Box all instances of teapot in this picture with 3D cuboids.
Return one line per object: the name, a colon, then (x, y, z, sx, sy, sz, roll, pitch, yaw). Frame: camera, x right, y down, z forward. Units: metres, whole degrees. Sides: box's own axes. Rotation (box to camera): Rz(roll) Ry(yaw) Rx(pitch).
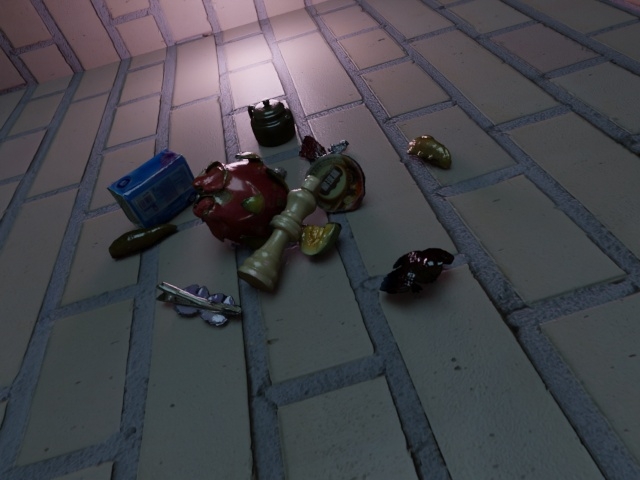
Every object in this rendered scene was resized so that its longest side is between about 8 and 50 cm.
teapot: (-0.220, -0.524, 1.820, 0.267, 0.175, 0.185, 25, 55, 34)

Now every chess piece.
chess piece: (-0.106, -0.039, 1.305, 0.117, 0.117, 0.397, 16, 64, 28)

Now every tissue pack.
tissue pack: (-0.605, -0.184, 1.575, 0.146, 0.198, 0.263, 27, 59, 33)

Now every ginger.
ginger: (0.384, -0.327, 1.528, 0.115, 0.081, 0.205, 7, 31, -22)

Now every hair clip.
hair clip: (-0.354, 0.178, 1.247, 0.292, 0.085, 0.106, 12, 46, 19)

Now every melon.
melon: (0.000, 0.000, 1.322, 0.160, 0.079, 0.128, 1, 64, 45)

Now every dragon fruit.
dragon fruit: (-0.266, -0.136, 1.358, 0.305, 0.226, 0.306, -6, 74, 19)
dragon fruit: (-0.014, -0.359, 1.700, 0.131, 0.063, 0.097, 21, 88, 31)

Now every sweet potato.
sweet potato: (-0.630, -0.011, 1.502, 0.243, 0.077, 0.077, -26, 46, -7)

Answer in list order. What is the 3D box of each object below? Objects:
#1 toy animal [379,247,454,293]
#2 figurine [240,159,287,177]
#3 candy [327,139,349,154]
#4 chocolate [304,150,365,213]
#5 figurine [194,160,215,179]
toy animal: (0.254, 0.065, 1.118, 0.218, 0.179, 0.116, -26, 72, -12)
figurine: (-0.224, -0.238, 1.610, 0.205, 0.103, 0.260, 3, 34, -31)
candy: (0.069, -0.310, 1.618, 0.093, 0.051, 0.226, -2, 46, 10)
chocolate: (0.061, -0.208, 1.456, 0.221, 0.221, 0.147, -2, 21, 13)
figurine: (-0.465, -0.280, 1.740, 0.109, 0.047, 0.064, -37, 55, -9)
